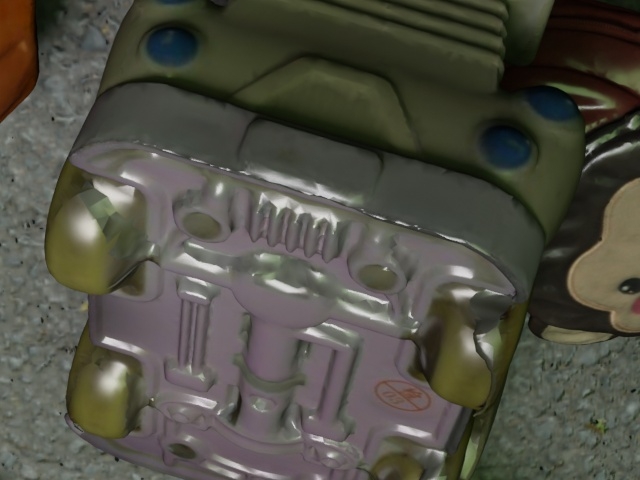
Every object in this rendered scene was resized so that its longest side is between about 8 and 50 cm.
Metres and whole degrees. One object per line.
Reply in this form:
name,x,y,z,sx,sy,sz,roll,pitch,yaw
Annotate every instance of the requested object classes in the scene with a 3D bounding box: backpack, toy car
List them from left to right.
toy car,0.000,0.000,0.763,0.242,0.226,0.336,16,148,5
backpack,0.157,-0.049,0.844,0.229,0.139,0.229,2,129,3

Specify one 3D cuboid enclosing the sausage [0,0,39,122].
sausage,-0.220,-0.165,0.718,0.141,0.153,0.268,-6,115,-13
